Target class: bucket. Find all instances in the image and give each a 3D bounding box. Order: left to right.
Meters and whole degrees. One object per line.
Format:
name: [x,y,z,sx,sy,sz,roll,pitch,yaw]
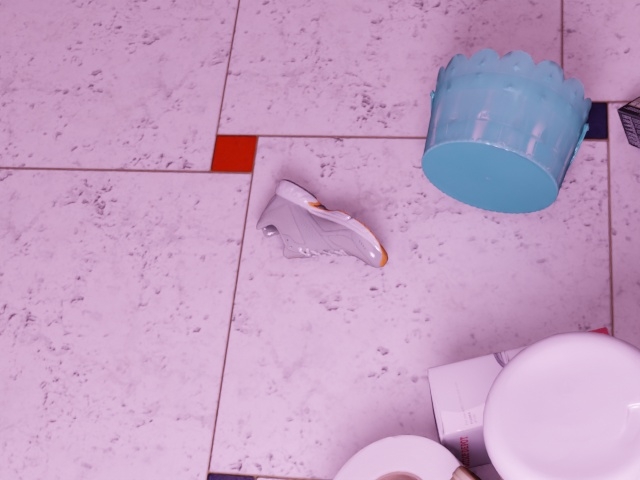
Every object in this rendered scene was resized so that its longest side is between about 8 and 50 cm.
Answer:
bucket: [0.312,-0.180,1.785,0.281,0.281,0.183,14,68,15]

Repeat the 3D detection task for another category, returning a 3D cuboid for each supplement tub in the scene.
supplement tub: [0.362,0.299,1.367,0.241,0.331,0.241,-13,49,15]

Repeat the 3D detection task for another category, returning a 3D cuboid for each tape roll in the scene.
tape roll: [0.140,0.431,1.516,0.246,0.169,0.246,-19,48,22]

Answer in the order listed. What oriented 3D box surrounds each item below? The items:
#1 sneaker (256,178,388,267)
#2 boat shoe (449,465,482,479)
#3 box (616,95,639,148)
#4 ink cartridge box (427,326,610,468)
sneaker: [0.000,0.000,1.847,0.262,0.099,0.121,30,79,29]
boat shoe: [0.250,0.448,1.353,0.110,0.121,0.341,-35,103,-2]
box: [0.636,-0.215,1.801,0.147,0.077,0.180,-30,24,-7]
ink cartridge box: [0.315,0.252,1.599,0.283,0.207,0.117,-13,61,2]
